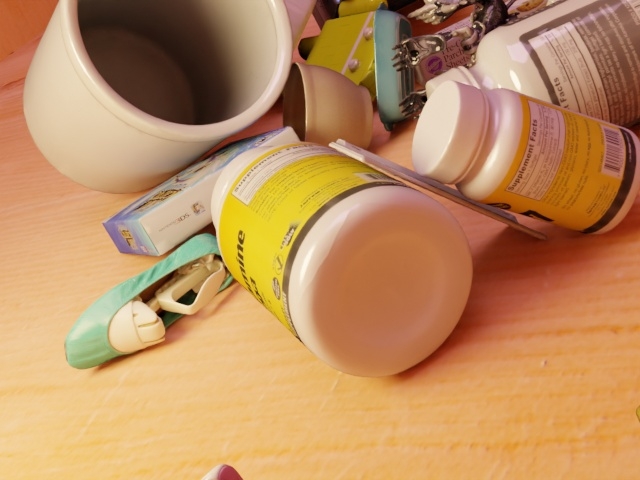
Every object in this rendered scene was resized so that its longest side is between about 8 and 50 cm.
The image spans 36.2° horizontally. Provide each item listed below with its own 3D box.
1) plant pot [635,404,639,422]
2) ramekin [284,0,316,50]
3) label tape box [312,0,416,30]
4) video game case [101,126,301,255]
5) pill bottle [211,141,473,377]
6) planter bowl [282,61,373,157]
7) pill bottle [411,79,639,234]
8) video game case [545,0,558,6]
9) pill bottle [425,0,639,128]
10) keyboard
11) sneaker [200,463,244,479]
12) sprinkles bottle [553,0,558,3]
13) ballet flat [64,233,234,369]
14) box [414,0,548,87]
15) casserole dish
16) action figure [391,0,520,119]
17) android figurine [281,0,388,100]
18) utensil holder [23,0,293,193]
[{"bbox_3d":[0.272,0.136,0.690,0.081,0.081,0.083,-32,17,-13],"label":"plant pot"},{"bbox_3d":[-0.111,-0.377,1.764,0.277,0.135,0.277,-62,9,17],"label":"ramekin"},{"bbox_3d":[0.111,-0.504,1.814,0.249,0.115,0.347,-26,-2,-5],"label":"label tape box"},{"bbox_3d":[-0.172,-0.068,1.387,0.244,0.061,0.269,-35,13,-19],"label":"video game case"},{"bbox_3d":[0.000,0.000,1.046,0.188,0.187,0.334,-31,26,-13],"label":"pill bottle"},{"bbox_3d":[0.013,-0.175,1.421,0.109,0.162,0.162,-1,23,-13],"label":"planter bowl"},{"bbox_3d":[0.207,-0.086,0.990,0.209,0.119,0.119,15,21,-17],"label":"pill bottle"},{"bbox_3d":[0.389,-0.349,1.448,0.157,0.019,0.143,-30,-16,-11],"label":"video game case"},{"bbox_3d":[0.296,-0.197,1.170,0.319,0.176,0.176,-24,26,0],"label":"pill bottle"},{"bbox_3d":[0.126,-0.049,1.011,0.014,0.256,0.072,-64,32,11],"label":"keyboard"},{"bbox_3d":[-0.116,0.279,0.750,0.105,0.095,0.236,-23,21,18],"label":"sneaker"},{"bbox_3d":[0.402,-0.308,1.346,0.355,0.121,0.121,-30,27,-12],"label":"sprinkles bottle"},{"bbox_3d":[-0.199,0.077,1.196,0.247,0.083,0.087,-39,38,-26],"label":"ballet flat"},{"bbox_3d":[0.295,-0.344,1.569,0.324,0.067,0.063,-26,26,-4],"label":"box"},{"bbox_3d":[0.111,-0.256,1.444,0.037,0.188,0.114,0,5,19],"label":"casserole dish"},{"bbox_3d":[0.199,-0.287,1.418,0.141,0.164,0.276,-3,26,43],"label":"action figure"},{"bbox_3d":[0.040,-0.299,1.622,0.273,0.056,0.248,6,66,53],"label":"android figurine"},{"bbox_3d":[-0.264,-0.261,1.489,0.328,0.327,0.385,-39,7,-27],"label":"utensil holder"}]
